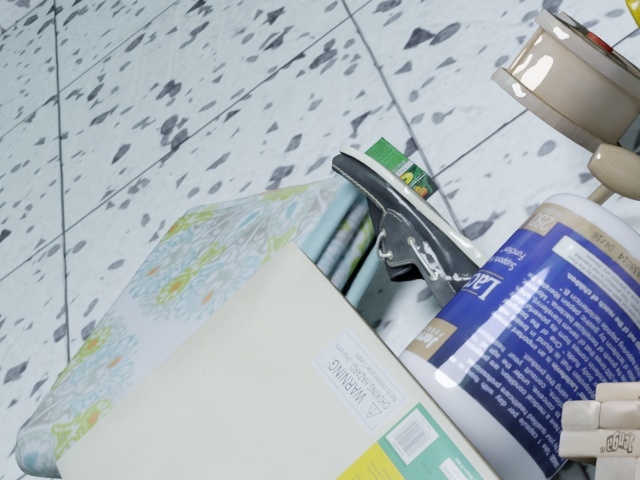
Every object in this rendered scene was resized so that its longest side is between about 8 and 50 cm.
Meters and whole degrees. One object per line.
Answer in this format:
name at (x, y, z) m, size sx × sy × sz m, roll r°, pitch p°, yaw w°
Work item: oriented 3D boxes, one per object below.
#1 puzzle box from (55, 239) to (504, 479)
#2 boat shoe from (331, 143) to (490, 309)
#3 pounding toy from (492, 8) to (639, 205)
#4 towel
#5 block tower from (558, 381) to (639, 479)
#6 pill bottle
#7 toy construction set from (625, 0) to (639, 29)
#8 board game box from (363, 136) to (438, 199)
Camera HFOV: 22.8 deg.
puzzle box at (-0.027, 0.196, 1.147) m, size 0.272 × 0.052 × 0.409 m, roll -42°, pitch 37°, yaw 1°
boat shoe at (0.081, -0.001, 1.460) m, size 0.079 × 0.084 × 0.233 m, roll -45°, pitch 66°, yaw 4°
pounding toy at (0.214, -0.114, 1.444) m, size 0.155 × 0.154 × 0.269 m, roll -54°, pitch 12°, yaw 14°
towel at (-0.104, 0.087, 1.579) m, size 0.320 × 0.090 × 0.374 m, roll -13°, pitch 35°, yaw 47°
block tower at (0.183, 0.248, 0.909) m, size 0.097 × 0.091 × 0.336 m, roll -9°, pitch 69°, yaw 49°
pill bottle at (0.152, 0.103, 1.240) m, size 0.265 × 0.153 × 0.153 m, roll -46°, pitch 28°, yaw -9°
toy construction set at (0.385, -0.230, 1.336) m, size 0.257 × 0.237 × 0.309 m, roll -22°, pitch 33°, yaw 33°
board game box at (0.000, 0.000, 1.714) m, size 0.259 × 0.030 × 0.136 m, roll -41°, pitch 26°, yaw 0°
